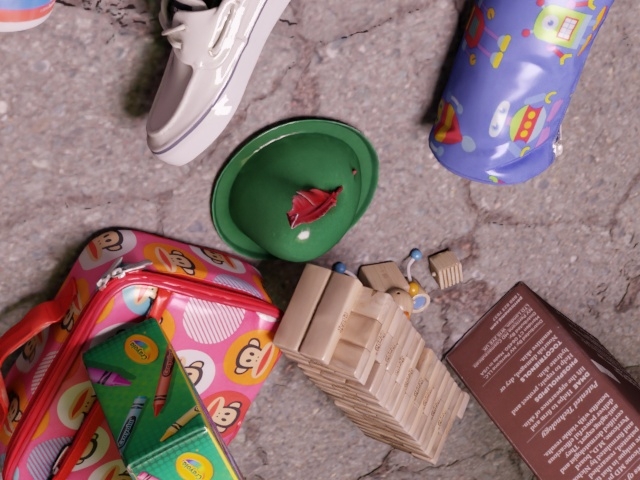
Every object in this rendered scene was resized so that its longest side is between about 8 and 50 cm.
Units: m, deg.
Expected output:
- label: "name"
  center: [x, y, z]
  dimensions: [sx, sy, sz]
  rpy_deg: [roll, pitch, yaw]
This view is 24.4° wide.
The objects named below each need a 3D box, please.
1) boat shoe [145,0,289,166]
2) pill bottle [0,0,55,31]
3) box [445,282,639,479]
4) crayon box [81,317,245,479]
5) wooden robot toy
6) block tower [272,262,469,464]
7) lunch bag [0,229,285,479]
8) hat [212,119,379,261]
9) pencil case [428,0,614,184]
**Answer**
- label: "boat shoe"
  center: [-0.093, -0.190, 1.268]
  dimensions: [0.088, 0.096, 0.267]
  rpy_deg: [20, 113, -35]
- label: "pill bottle"
  center: [-0.236, -0.277, 1.093]
  dimensions: [0.124, 0.124, 0.221]
  rpy_deg: [0, 125, -30]
- label: "box"
  center: [0.319, 0.232, 1.645]
  dimensions: [0.143, 0.381, 0.191]
  rpy_deg: [-46, 134, 10]
- label: "crayon box"
  center: [-0.116, 0.226, 1.382]
  dimensions: [0.081, 0.165, 0.278]
  rpy_deg: [-28, 129, -5]
- label: "wooden robot toy"
  center: [0.081, 0.066, 1.587]
  dimensions: [0.173, 0.079, 0.076]
  rpy_deg: [-9, 130, -23]
- label: "block tower"
  center: [0.061, 0.140, 1.556]
  dimensions: [0.097, 0.091, 0.335]
  rpy_deg: [-65, 151, -14]
- label: "lunch bag"
  center: [-0.197, 0.132, 1.465]
  dimensions: [0.258, 0.120, 0.293]
  rpy_deg: [17, 115, -34]
- label: "hat"
  center: [0.000, 0.000, 1.412]
  dimensions: [0.208, 0.183, 0.173]
  rpy_deg: [4, 124, -32]
- label: "pencil case"
  center: [0.206, -0.193, 1.414]
  dimensions: [0.133, 0.119, 0.306]
  rpy_deg: [13, 122, -9]
